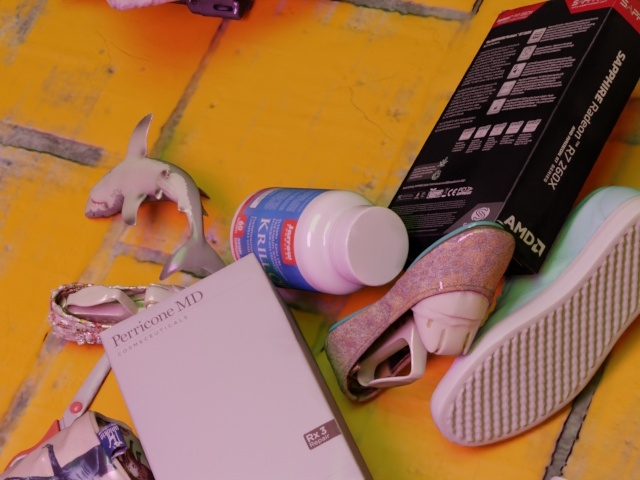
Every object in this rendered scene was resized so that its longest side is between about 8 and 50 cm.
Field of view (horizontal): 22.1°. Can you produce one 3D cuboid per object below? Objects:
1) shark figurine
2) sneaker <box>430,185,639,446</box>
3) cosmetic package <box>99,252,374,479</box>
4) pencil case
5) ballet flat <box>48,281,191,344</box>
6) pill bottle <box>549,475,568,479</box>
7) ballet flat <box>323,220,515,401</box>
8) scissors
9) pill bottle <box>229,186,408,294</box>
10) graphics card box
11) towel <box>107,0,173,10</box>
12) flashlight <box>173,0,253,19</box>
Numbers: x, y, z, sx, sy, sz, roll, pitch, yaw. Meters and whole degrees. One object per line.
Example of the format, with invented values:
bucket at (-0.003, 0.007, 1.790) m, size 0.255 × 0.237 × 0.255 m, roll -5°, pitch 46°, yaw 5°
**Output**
shark figurine at (-0.177, -0.049, 2.069) m, size 0.278 × 0.116 × 0.166 m, roll 33°, pitch 99°, yaw 46°
sneaker at (0.255, 0.082, 1.871) m, size 0.366 × 0.135 × 0.150 m, roll -42°, pitch 27°, yaw -5°
cosmetic package at (-0.076, 0.231, 1.833) m, size 0.217 × 0.156 × 0.385 m, roll -30°, pitch 57°, yaw 0°
pencil case at (-0.359, 0.360, 1.817) m, size 0.410 × 0.160 × 0.183 m, roll -35°, pitch 24°, yaw -4°
ballet flat at (-0.225, 0.087, 2.006) m, size 0.241 × 0.077 × 0.091 m, roll -3°, pitch 53°, yaw 10°
pill bottle at (0.210, 0.354, 1.693) m, size 0.121 × 0.121 × 0.216 m, roll 33°, pitch 72°, yaw 30°
ballet flat at (0.116, 0.094, 1.819) m, size 0.107 × 0.316 × 0.106 m, roll 11°, pitch 57°, yaw -29°
scissors at (-0.314, 0.217, 1.991) m, size 0.109 × 0.021 × 0.297 m, roll 5°, pitch 61°, yaw 18°
pill bottle at (0.000, 0.000, 1.922) m, size 0.221 × 0.124 × 0.124 m, roll 3°, pitch 54°, yaw 55°
graphics card box at (0.233, -0.126, 1.942) m, size 0.233 × 0.094 × 0.371 m, roll -5°, pitch 48°, yaw 55°
towel at (-0.166, -0.433, 2.249) m, size 0.332 × 0.053 × 0.317 m, roll -15°, pitch 42°, yaw -15°
flashlight at (-0.238, -0.386, 2.303) m, size 0.304 × 0.103 × 0.103 m, roll 9°, pitch 34°, yaw 20°
